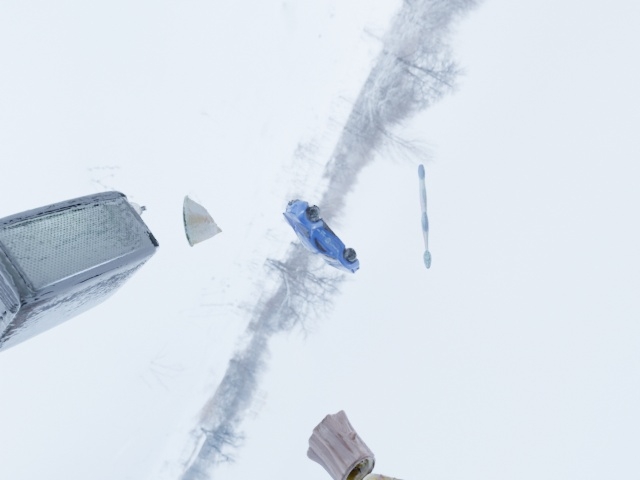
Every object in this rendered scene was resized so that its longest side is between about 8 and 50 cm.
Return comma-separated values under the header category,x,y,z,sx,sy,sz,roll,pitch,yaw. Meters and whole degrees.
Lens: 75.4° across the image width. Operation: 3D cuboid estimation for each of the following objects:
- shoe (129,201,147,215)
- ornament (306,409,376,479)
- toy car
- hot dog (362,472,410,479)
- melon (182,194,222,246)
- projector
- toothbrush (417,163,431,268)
category,x,y,z,sx,sy,sz,roll,pitch,yaw
shoe,-0.663,-0.088,1.396,0.180,0.089,0.092,-20,176,41
ornament,0.089,0.840,1.637,0.235,0.221,0.217,-48,-137,-6
toy car,0.000,0.000,0.897,0.063,0.216,0.103,-46,-163,-17
hot dog,0.210,0.667,1.006,0.153,0.256,0.150,101,2,-46
melon,-0.384,-0.041,1.301,0.203,0.093,0.140,73,19,-49
projector,-0.731,0.078,1.135,0.395,0.242,0.405,-34,-179,33
toothbrush,0.260,-0.063,1.037,0.027,0.021,0.269,56,31,-79
